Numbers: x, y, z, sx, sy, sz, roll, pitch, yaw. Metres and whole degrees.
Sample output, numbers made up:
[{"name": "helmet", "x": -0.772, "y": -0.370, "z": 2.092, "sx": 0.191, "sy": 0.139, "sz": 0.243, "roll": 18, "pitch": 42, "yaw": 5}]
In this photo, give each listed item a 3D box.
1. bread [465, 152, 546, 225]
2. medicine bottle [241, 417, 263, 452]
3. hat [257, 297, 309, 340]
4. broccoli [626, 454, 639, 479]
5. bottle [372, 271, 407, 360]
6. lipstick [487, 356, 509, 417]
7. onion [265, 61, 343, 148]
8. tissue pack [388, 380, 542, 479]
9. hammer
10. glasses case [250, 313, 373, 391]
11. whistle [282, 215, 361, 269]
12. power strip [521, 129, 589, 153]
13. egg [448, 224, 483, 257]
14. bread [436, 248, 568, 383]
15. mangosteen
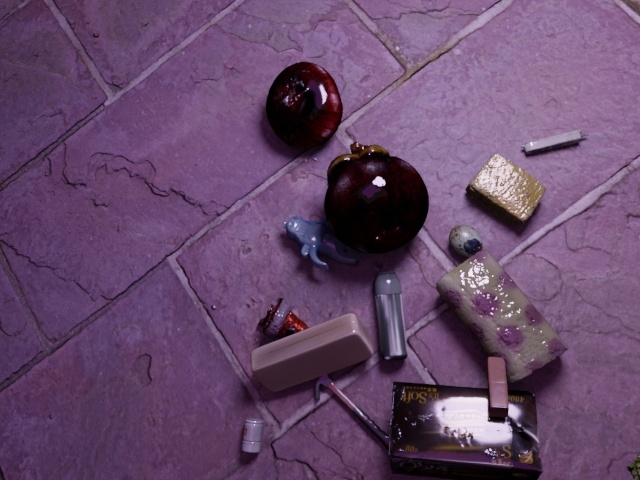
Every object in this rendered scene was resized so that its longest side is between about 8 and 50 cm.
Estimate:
[{"name": "bread", "x": 0.537, "y": -0.144, "z": 1.539, "sx": 0.196, "sy": 0.102, "sz": 0.138, "roll": 37, "pitch": 90, "yaw": 15}, {"name": "medicine bottle", "x": -0.200, "y": 0.572, "z": 1.557, "sx": 0.057, "sy": 0.057, "sz": 0.089, "roll": 2, "pitch": 78, "yaw": 13}, {"name": "hat", "x": -0.074, "y": 0.273, "z": 1.590, "sx": 0.227, "sy": 0.129, "sz": 0.140, "roll": 28, "pitch": 126, "yaw": 1}, {"name": "broccoli", "x": 0.832, "y": 0.600, "z": 1.278, "sx": 0.220, "sy": 0.194, "sz": 0.194, "roll": 40, "pitch": 88, "yaw": -5}, {"name": "bottle", "x": 0.199, "y": 0.220, "z": 1.545, "sx": 0.096, "sy": 0.080, "sz": 0.253, "roll": -19, "pitch": 70, "yaw": 48}, {"name": "lipstick", "x": 0.437, "y": 0.359, "z": 1.305, "sx": 0.045, "sy": 0.045, "sz": 0.145, "roll": 1, "pitch": 42, "yaw": 12}, {"name": "onion", "x": -0.067, "y": -0.426, "z": 1.660, "sx": 0.273, "sy": 0.285, "sz": 0.273, "roll": 3, "pitch": 96, "yaw": 26}, {"name": "tissue pack", "x": 0.357, "y": 0.500, "z": 1.364, "sx": 0.370, "sy": 0.198, "sz": 0.209, "roll": 0, "pitch": 56, "yaw": 13}, {"name": "hammer", "x": 0.100, "y": 0.486, "z": 1.523, "sx": 0.288, "sy": 0.033, "sz": 0.111, "roll": 40, "pitch": 87, "yaw": 18}, {"name": "glasses case", "x": -0.026, "y": 0.324, "z": 1.515, "sx": 0.337, "sy": 0.144, "sz": 0.076, "roll": -22, "pitch": 40, "yaw": 12}, {"name": "whistle", "x": 0.000, "y": 0.000, "z": 1.631, "sx": 0.269, "sy": 0.093, "sz": 0.180, "roll": 21, "pitch": 57, "yaw": 15}, {"name": "power strip", "x": 0.695, "y": -0.292, "z": 1.567, "sx": 0.191, "sy": 0.047, "sz": 0.030, "roll": -12, "pitch": 79, "yaw": 11}, {"name": "egg", "x": 0.425, "y": 0.003, "z": 1.538, "sx": 0.085, "sy": 0.085, "sz": 0.110, "roll": -38, "pitch": 78, "yaw": 2}, {"name": "bread", "x": 0.484, "y": 0.204, "z": 1.439, "sx": 0.187, "sy": 0.155, "sz": 0.338, "roll": -35, "pitch": 73, "yaw": 0}, {"name": "mangosteen", "x": 0.151, "y": -0.133, "z": 1.525, "sx": 0.307, "sy": 0.307, "sz": 0.346, "roll": -20, "pitch": 58, "yaw": 7}]
